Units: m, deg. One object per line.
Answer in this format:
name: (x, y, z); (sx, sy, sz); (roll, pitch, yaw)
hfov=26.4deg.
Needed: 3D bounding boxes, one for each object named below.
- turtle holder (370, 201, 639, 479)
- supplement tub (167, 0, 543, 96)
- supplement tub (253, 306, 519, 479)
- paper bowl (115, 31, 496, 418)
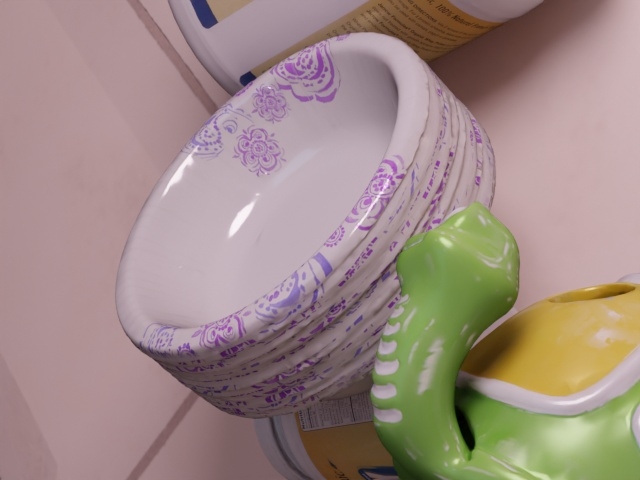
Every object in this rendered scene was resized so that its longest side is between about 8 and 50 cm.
turtle holder: (0.164, 0.129, 0.870); (0.320, 0.243, 0.227); (35, 79, 5)
supplement tub: (0.052, -0.249, 1.078); (0.316, 0.228, 0.228); (-24, 67, 38)
supplement tub: (0.059, 0.122, 1.062); (0.200, 0.144, 0.144); (-16, 72, 41)
paper bowl: (0.000, 0.000, 0.986); (0.284, 0.148, 0.284); (-31, 36, 25)
